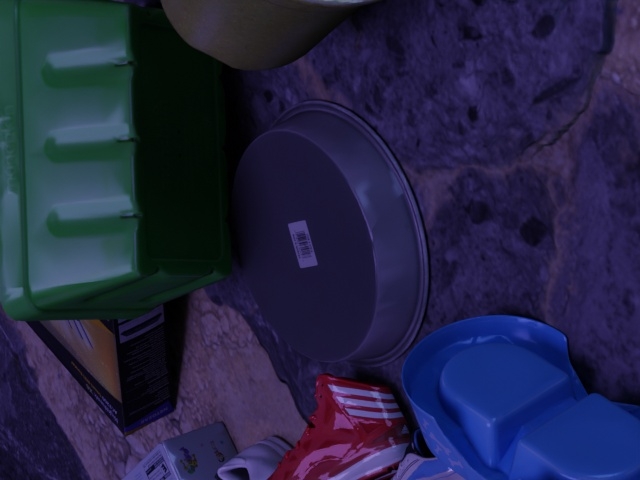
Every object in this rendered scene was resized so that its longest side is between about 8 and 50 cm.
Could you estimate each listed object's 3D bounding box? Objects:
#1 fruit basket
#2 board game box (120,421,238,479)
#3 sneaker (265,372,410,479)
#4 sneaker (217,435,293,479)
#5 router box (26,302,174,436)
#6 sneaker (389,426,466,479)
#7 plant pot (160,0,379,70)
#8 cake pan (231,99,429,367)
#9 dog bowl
[{"bbox_3d":[-0.284,-0.091,2.061,0.392,0.283,0.392,-1,88,34],"label":"fruit basket"},{"bbox_3d":[-0.139,0.408,2.262,0.224,0.097,0.303,-45,67,52],"label":"board game box"},{"bbox_3d":[0.000,0.218,1.972,0.221,0.087,0.128,-24,72,23],"label":"sneaker"},{"bbox_3d":[-0.033,0.292,2.066,0.212,0.094,0.080,21,119,48],"label":"sneaker"},{"bbox_3d":[-0.305,0.062,2.314,0.309,0.081,0.243,42,148,36],"label":"router box"},{"bbox_3d":[0.106,0.238,1.853,0.086,0.085,0.237,54,137,7],"label":"sneaker"},{"bbox_3d":[-0.041,-0.289,1.705,0.276,0.276,0.254,65,156,11],"label":"plant pot"},{"bbox_3d":[0.000,0.000,1.927,0.293,0.054,0.293,26,124,46],"label":"cake pan"},{"bbox_3d":[0.201,0.174,1.638,0.297,0.166,0.074,32,140,43],"label":"dog bowl"}]
